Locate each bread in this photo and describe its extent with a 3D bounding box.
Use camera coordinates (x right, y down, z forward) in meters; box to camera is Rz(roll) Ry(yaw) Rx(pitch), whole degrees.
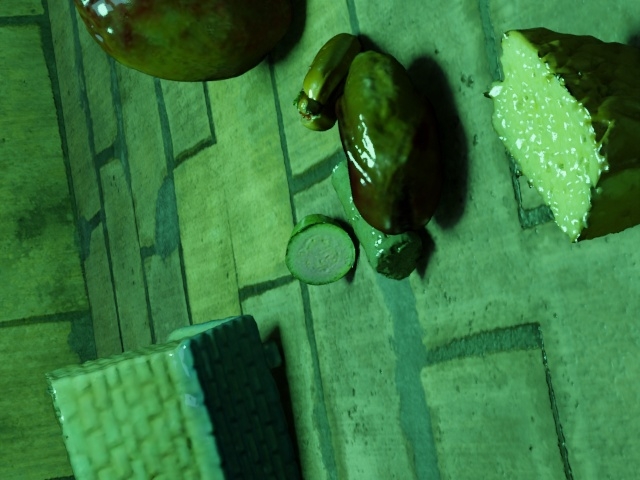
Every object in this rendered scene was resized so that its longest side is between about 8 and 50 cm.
[{"bbox_3d":[0.246,-0.101,1.094,0.229,0.139,0.143,-113,28,-48],"label":"bread"}]

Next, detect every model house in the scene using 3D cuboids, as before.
[{"bbox_3d":[-0.238,0.348,2.107,0.445,0.399,0.395,167,83,-75],"label":"model house"}]

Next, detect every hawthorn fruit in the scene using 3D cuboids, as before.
[{"bbox_3d":[-0.197,-0.378,1.855,0.308,0.324,0.308,40,153,25],"label":"hawthorn fruit"}]

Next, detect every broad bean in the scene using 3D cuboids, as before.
[{"bbox_3d":[0.085,-0.121,1.495,0.156,0.122,0.229,71,-169,-73],"label":"broad bean"}]

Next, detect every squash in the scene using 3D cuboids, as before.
[{"bbox_3d":[-0.005,-0.007,1.803,0.132,0.105,0.105,-101,14,-63],"label":"squash"}]

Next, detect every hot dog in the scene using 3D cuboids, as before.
[{"bbox_3d":[0.009,-0.208,1.592,0.236,0.062,0.092,-63,-16,-64],"label":"hot dog"}]

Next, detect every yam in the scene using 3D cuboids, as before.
[{"bbox_3d":[0.074,-0.030,1.601,0.179,0.078,0.078,-117,30,-41],"label":"yam"}]
